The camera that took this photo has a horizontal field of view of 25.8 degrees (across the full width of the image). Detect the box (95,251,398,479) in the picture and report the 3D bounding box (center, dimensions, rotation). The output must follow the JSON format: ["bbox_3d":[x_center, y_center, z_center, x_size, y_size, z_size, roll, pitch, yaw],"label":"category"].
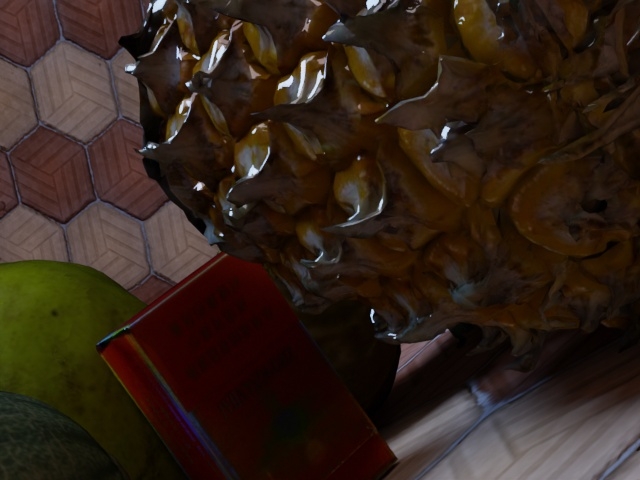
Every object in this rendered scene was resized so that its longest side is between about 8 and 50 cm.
[{"bbox_3d":[-0.043,0.102,0.865,0.112,0.175,0.048,-37,5,-40],"label":"box"}]

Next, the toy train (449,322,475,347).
[{"bbox_3d":[0.125,0.024,1.127,0.099,0.081,0.149,-37,3,2],"label":"toy train"}]

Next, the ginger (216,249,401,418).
[{"bbox_3d":[-0.003,0.010,1.065,0.274,0.153,0.357,-66,-16,-57],"label":"ginger"}]

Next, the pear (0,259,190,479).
[{"bbox_3d":[-0.210,0.171,0.921,0.287,0.287,0.375,-35,26,37],"label":"pear"}]

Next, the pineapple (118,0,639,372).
[{"bbox_3d":[0.090,-0.103,0.754,0.352,0.352,0.300,-38,24,-32],"label":"pineapple"}]

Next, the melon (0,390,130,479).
[{"bbox_3d":[-0.213,0.199,0.652,0.302,0.237,0.237,-37,2,-19],"label":"melon"}]
